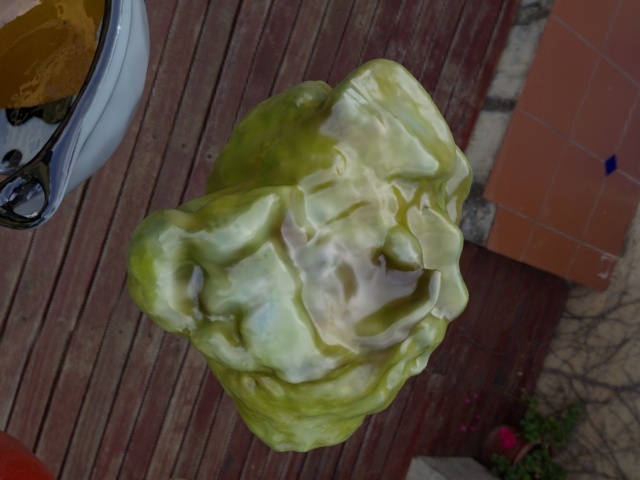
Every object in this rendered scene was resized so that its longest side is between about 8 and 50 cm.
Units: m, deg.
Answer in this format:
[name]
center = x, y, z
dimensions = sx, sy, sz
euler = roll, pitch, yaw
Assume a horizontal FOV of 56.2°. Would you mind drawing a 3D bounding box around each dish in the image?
[dish]
center = -0.240, -0.127, 0.463
dimensions = 0.303, 0.303, 0.120
euler = -64, 160, -3

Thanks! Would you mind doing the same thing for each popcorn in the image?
[popcorn]
center = -0.007, 0.005, 0.586
dimensions = 0.292, 0.293, 0.334
euler = 38, 52, -16

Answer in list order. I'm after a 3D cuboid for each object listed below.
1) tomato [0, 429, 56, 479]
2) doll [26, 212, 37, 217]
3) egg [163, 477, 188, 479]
[tomato]
center = -0.229, 0.166, 0.293
dimensions = 0.195, 0.195, 0.136
euler = 14, 90, -38
[doll]
center = -0.594, -0.060, 1.212
dimensions = 0.040, 0.085, 0.058
euler = 33, 110, -10
[egg]
center = -0.177, 0.314, 0.675
dimensions = 0.096, 0.080, 0.080
euler = -57, 139, -56
